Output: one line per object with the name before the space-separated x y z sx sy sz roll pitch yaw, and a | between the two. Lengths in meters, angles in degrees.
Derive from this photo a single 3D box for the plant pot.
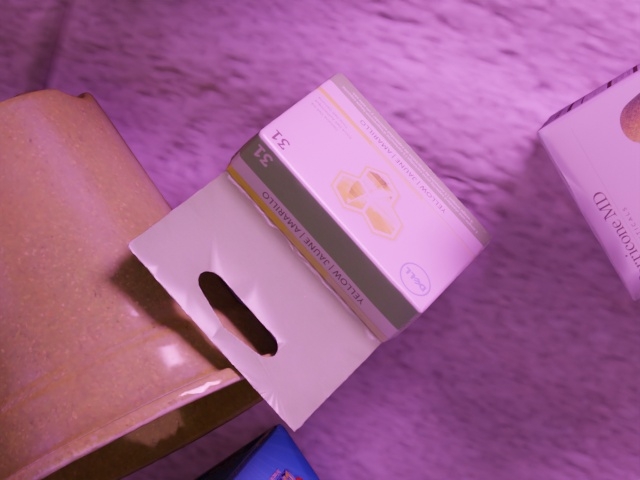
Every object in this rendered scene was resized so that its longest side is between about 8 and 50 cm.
plant pot | -0.189 0.041 1.218 0.276 0.276 0.254 -29 81 13

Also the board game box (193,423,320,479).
board game box | -0.156 0.280 1.207 0.308 0.302 0.086 -35 91 14

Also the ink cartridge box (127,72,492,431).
ink cartridge box | 0.000 0.000 1.176 0.171 0.235 0.056 48 130 1

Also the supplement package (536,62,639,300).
supplement package | 0.287 -0.082 1.155 0.244 0.134 0.139 -31 91 14
